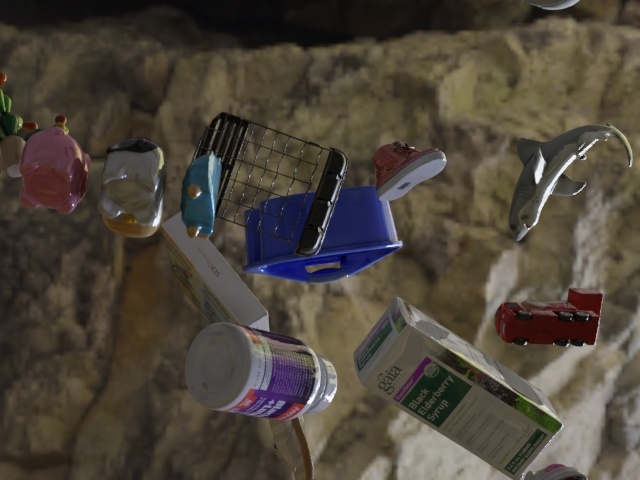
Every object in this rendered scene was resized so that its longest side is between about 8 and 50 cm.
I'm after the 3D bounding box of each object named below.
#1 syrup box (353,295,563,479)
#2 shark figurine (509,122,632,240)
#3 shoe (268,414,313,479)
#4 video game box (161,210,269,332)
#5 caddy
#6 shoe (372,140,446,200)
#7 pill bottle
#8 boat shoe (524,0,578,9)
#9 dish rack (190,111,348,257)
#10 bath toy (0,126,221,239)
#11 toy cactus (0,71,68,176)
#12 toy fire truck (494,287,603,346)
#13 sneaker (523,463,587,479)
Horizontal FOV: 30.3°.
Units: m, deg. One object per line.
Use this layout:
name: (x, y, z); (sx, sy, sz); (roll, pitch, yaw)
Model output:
syrup box: (0.161, 0.176, 1.407); (0.237, 0.093, 0.096); (33, -167, -14)
shark figurine: (0.382, -0.146, 1.911); (0.278, 0.166, 0.116); (-37, -136, -16)
shoe: (-0.054, 0.286, 1.823); (0.058, 0.219, 0.076); (-13, -159, -1)
video game box: (-0.146, 0.080, 1.698); (0.048, 0.205, 0.187); (-33, 157, -18)
caddy: (0.000, 0.000, 2.432); (0.341, 0.179, 0.241); (-7, 174, -20)
shoe: (0.142, -0.134, 1.970); (0.063, 0.081, 0.178); (-2, 162, -29)
pill bottle: (-0.068, 0.169, 1.485); (0.108, 0.108, 0.193); (1, 169, 39)
boat shoe: (0.262, -0.367, 1.611); (0.081, 0.079, 0.227); (1, -161, -37)
dish rack: (-0.099, -0.105, 2.122); (0.271, 0.208, 0.074); (19, 176, -4)
bath toy: (-0.292, -0.084, 1.393); (0.348, 0.129, 0.151); (11, 134, -7)
toy cactus: (-0.528, -0.191, 2.046); (0.219, 0.181, 0.112); (21, 129, -42)
toy fire truck: (0.328, 0.106, 1.681); (0.192, 0.047, 0.135); (2, -165, -14)
sneaker: (0.382, 0.408, 1.854); (0.103, 0.111, 0.252); (-1, 173, -24)
